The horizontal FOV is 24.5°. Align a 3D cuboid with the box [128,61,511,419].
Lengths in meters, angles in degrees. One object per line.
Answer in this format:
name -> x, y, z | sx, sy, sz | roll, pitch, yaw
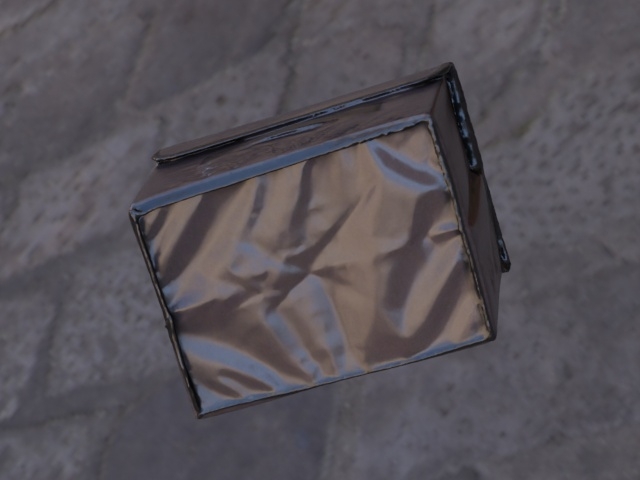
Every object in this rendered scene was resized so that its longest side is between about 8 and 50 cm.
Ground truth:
box -> 0.000, 0.000, 1.108 | 0.252, 0.188, 0.153 | -14, 17, 13
